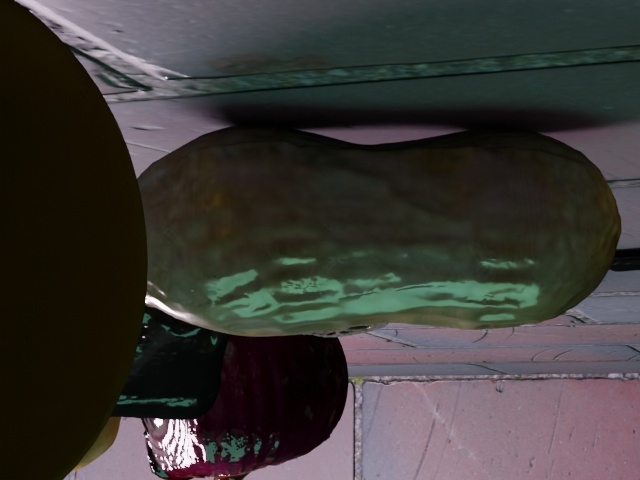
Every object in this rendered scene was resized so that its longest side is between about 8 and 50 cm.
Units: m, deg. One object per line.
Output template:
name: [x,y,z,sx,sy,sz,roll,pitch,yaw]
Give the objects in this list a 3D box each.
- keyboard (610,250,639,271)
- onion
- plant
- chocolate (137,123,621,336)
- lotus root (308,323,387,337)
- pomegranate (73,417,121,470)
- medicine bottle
keyboard: [0.345,0.014,1.408,0.197,0.015,0.074,-5,173,35]
onion: [-0.080,0.166,1.755,0.230,0.272,0.256,-15,-162,46]
plant: [-0.154,0.073,1.374,0.142,0.164,0.256,5,159,-25]
chocolate: [0.024,-0.008,0.923,0.309,0.134,0.134,-2,171,3]
lotus root: [0.016,0.041,1.426,0.112,0.081,0.122,-15,164,36]
pomegranate: [-0.332,0.166,1.810,0.233,0.233,0.233,1,171,0]
medicine bottle: [-0.238,0.011,0.692,0.232,0.237,0.238,-5,170,39]
